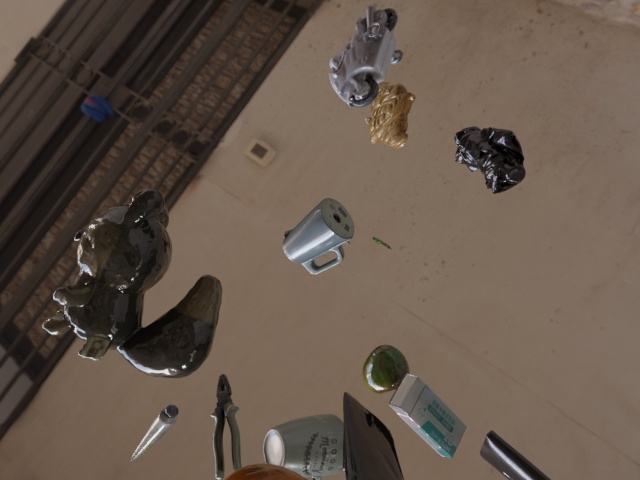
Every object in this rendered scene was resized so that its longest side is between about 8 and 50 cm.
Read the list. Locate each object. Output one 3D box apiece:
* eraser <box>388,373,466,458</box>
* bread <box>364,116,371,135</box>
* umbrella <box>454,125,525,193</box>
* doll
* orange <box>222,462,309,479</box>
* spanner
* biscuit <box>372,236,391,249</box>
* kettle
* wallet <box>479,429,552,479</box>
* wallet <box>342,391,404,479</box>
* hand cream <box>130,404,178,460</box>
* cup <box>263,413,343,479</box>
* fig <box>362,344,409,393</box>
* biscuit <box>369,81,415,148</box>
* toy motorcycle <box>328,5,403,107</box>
[{"bbox_3d":[0.270,0.438,1.170,0.225,0.096,0.052,47,153,-19],"label":"eraser"},{"bbox_3d":[0.306,-0.541,2.169,0.152,0.147,0.127,-15,95,57],"label":"bread"},{"bbox_3d":[0.375,-0.189,1.032,0.110,0.122,0.272,27,-158,-12],"label":"umbrella"},{"bbox_3d":[-0.391,0.089,1.082,0.378,0.382,0.252,29,178,-17],"label":"doll"},{"bbox_3d":[-0.067,0.360,0.501,0.170,0.224,0.224,31,176,-9],"label":"orange"},{"bbox_3d":[-0.303,0.580,1.499,0.040,0.095,0.325,55,-164,-49],"label":"spanner"},{"bbox_3d":[0.250,0.010,1.926,0.089,0.016,0.046,26,-171,-29],"label":"biscuit"},{"bbox_3d":[0.000,0.000,1.668,0.210,0.243,0.160,47,-144,-9],"label":"kettle"},{"bbox_3d":[0.573,0.670,1.352,0.250,0.044,0.149,38,148,35],"label":"wallet"},{"bbox_3d":[0.099,0.417,0.909,0.168,0.052,0.245,45,-166,-15],"label":"wallet"},{"bbox_3d":[-0.383,0.448,1.093,0.042,0.194,0.067,39,-154,4],"label":"hand cream"},{"bbox_3d":[-0.054,0.698,1.503,0.234,0.258,0.186,9,171,-36],"label":"cup"},{"bbox_3d":[0.245,0.484,1.773,0.180,0.191,0.181,-2,-163,1],"label":"fig"},{"bbox_3d":[0.166,-0.319,1.167,0.035,0.162,0.250,18,-141,-29],"label":"biscuit"},{"bbox_3d":[0.091,-0.432,1.122,0.170,0.260,0.110,7,167,37],"label":"toy motorcycle"}]
